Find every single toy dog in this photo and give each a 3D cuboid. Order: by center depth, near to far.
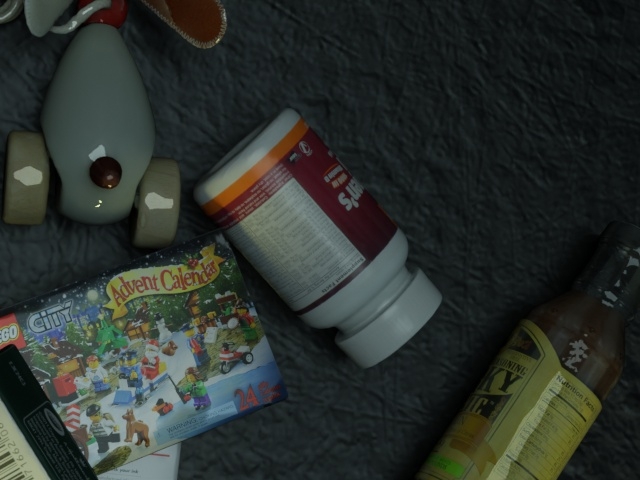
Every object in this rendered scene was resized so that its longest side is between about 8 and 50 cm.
[{"bbox_3d":[-0.188,-0.150,1.651,0.220,0.161,0.333,-16,91,-17],"label":"toy dog"}]

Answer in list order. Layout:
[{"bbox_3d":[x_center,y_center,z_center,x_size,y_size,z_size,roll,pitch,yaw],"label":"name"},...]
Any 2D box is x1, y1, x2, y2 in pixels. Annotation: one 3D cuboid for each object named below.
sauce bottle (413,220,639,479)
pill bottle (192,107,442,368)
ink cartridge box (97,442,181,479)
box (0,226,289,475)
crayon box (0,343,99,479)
[{"bbox_3d":[0.205,0.137,1.776,0.111,0.111,0.344,38,75,-11],"label":"sauce bottle"},{"bbox_3d":[0.000,0.000,1.716,0.121,0.121,0.221,-44,98,-15],"label":"pill bottle"},{"bbox_3d":[-0.181,0.214,1.679,0.104,0.060,0.180,9,84,-15],"label":"ink cartridge box"},{"bbox_3d":[-0.163,0.103,1.639,0.233,0.044,0.159,-21,89,-18],"label":"box"},{"bbox_3d":[-0.334,0.251,1.566,0.323,0.083,0.203,-31,93,14],"label":"crayon box"}]
